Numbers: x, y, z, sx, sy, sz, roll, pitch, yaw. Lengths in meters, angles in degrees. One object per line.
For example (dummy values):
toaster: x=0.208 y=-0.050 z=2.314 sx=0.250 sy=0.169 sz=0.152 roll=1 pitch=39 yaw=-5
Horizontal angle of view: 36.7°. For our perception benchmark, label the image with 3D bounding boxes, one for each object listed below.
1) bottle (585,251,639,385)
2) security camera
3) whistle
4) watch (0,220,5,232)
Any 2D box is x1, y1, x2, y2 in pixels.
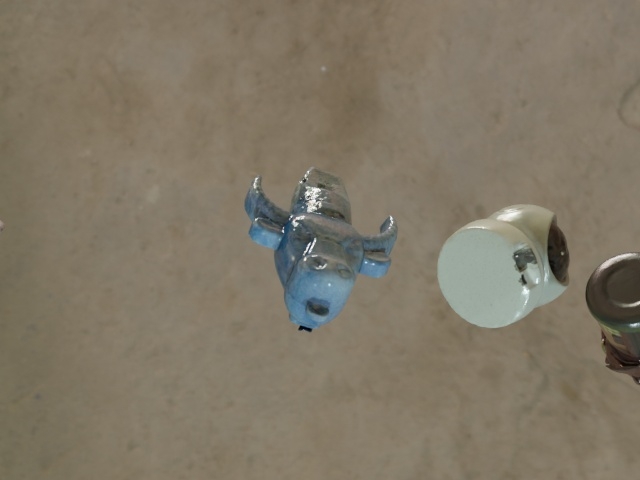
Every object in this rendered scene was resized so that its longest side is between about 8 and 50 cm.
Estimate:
bottle: x=0.493 y=0.142 z=1.485 sx=0.143 sy=0.271 sz=0.156 roll=-45 pitch=46 yaw=-8
security camera: x=0.343 y=0.036 z=1.715 sx=0.195 sy=0.236 sz=0.194 roll=14 pitch=112 yaw=37
whistle: x=0.000 y=0.000 z=1.080 sx=0.269 sy=0.180 sz=0.093 roll=-89 pitch=18 yaw=-51
watch: x=-0.351 y=0.040 z=0.653 sx=0.244 sy=0.196 sz=0.231 roll=-36 pitch=21 yaw=42
